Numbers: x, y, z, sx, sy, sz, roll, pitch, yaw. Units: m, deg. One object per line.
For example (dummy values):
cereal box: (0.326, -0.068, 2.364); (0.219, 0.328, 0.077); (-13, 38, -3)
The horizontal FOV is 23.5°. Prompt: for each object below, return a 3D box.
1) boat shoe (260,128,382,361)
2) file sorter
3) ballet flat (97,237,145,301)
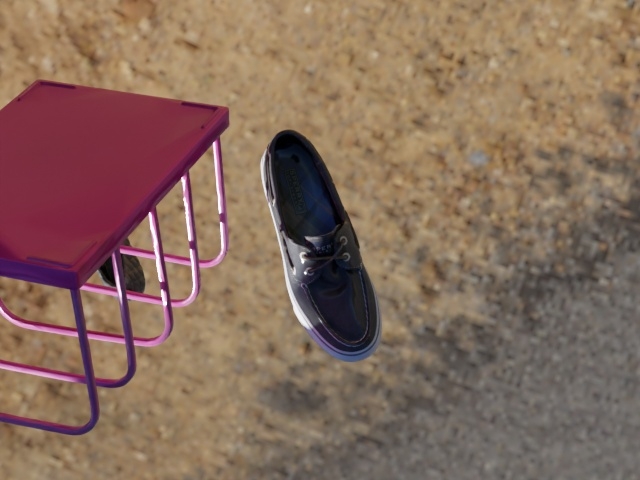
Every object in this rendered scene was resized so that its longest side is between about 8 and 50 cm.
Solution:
boat shoe: (0.000, 0.000, 1.426); (0.080, 0.229, 0.076); (-15, 165, -4)
file sorter: (-0.224, 0.010, 1.362); (0.202, 0.291, 0.182); (10, 124, 19)
ballet flat: (-0.253, -0.004, 1.789); (0.173, 0.057, 0.049); (56, 176, 21)
